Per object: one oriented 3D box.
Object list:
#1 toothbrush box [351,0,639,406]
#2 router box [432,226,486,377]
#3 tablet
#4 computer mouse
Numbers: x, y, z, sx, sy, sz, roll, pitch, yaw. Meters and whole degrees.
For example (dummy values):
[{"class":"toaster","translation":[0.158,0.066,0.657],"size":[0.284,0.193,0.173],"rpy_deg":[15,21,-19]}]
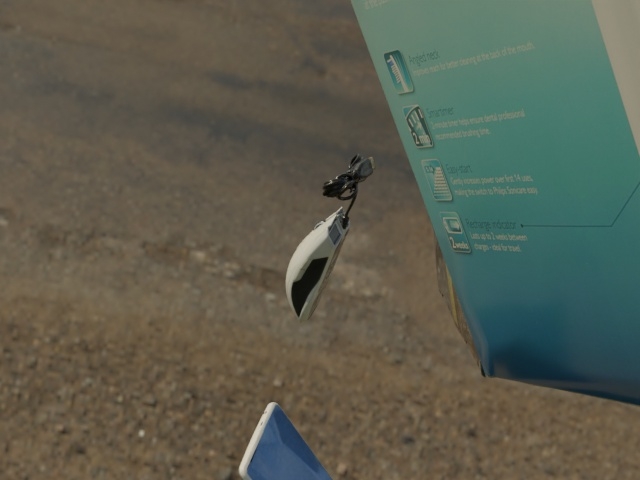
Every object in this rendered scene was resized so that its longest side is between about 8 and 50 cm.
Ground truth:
[{"class":"toothbrush box","translation":[0.106,-0.100,0.444],"size":[0.126,0.296,0.216],"rpy_deg":[-25,8,-20]},{"class":"router box","translation":[0.109,-0.094,0.844],"size":[0.081,0.309,0.243],"rpy_deg":[-7,10,1]},{"class":"tablet","translation":[-0.008,0.121,0.624],"size":[0.006,0.083,0.054],"rpy_deg":[-24,21,27]},{"class":"computer mouse","translation":[0.000,0.000,1.361],"size":[0.042,0.193,0.106],"rpy_deg":[25,28,5]}]
